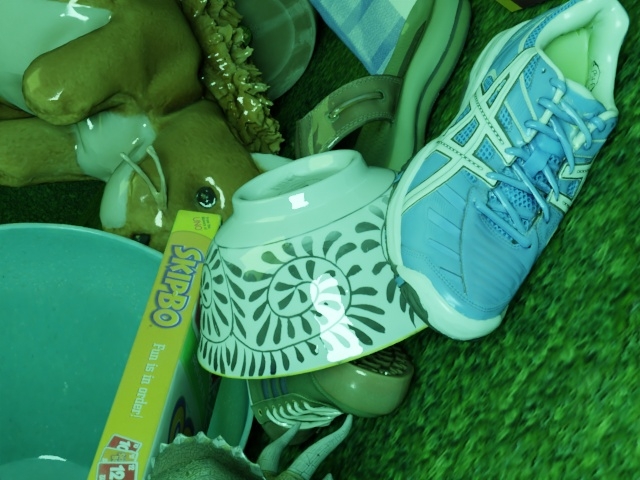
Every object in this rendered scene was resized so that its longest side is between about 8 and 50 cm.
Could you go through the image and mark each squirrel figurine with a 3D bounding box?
[{"bbox_3d":[-0.154,-0.139,1.198,0.281,0.370,0.397,-50,-12,29],"label":"squirrel figurine"}]

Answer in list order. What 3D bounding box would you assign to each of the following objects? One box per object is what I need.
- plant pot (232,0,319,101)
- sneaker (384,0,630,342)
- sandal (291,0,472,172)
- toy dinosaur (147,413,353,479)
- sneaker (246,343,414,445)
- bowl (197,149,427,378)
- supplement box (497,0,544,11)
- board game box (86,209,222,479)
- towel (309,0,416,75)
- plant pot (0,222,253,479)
[{"bbox_3d":[-0.125,-0.308,1.520,0.323,0.323,0.280,-52,33,21],"label":"plant pot"},{"bbox_3d":[0.096,-0.046,0.609,0.081,0.080,0.211,-39,25,57],"label":"sneaker"},{"bbox_3d":[0.026,-0.083,0.900,0.120,0.086,0.302,-38,25,53],"label":"sandal"},{"bbox_3d":[-0.052,0.149,0.484,0.313,0.121,0.160,66,-157,-80],"label":"toy dinosaur"},{"bbox_3d":[-0.002,0.086,0.715,0.192,0.064,0.086,-138,66,-70],"label":"sneaker"},{"bbox_3d":[0.000,0.000,0.663,0.170,0.080,0.170,-17,16,5],"label":"bowl"},{"bbox_3d":[0.159,-0.270,0.768,0.191,0.129,0.194,-59,15,-5],"label":"supplement box"},{"bbox_3d":[-0.092,0.113,0.688,0.259,0.039,0.124,-75,-10,-46],"label":"board game box"},{"bbox_3d":[0.097,-0.289,1.041,0.285,0.034,0.209,-53,47,22],"label":"towel"},{"bbox_3d":[-0.201,0.156,0.854,0.290,0.290,0.195,-73,-4,-46],"label":"plant pot"}]
